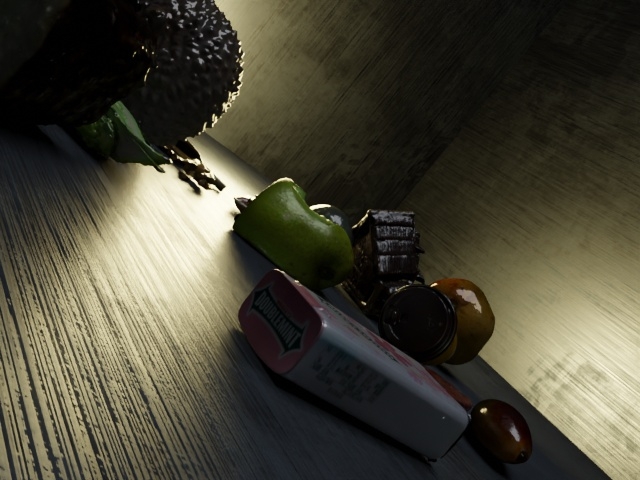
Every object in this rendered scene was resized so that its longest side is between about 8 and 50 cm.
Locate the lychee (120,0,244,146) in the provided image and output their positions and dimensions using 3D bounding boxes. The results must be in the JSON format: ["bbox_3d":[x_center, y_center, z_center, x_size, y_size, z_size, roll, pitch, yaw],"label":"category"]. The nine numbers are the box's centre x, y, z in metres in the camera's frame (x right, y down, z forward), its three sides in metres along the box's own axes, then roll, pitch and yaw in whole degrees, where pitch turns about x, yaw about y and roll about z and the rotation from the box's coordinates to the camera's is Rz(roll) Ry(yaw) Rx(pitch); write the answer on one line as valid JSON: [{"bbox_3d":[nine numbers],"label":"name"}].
[{"bbox_3d":[-0.369,-0.392,1.718,0.380,0.380,0.432,39,-18,4],"label":"lychee"}]

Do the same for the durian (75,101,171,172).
[{"bbox_3d":[-0.414,-0.226,1.462,0.375,0.106,0.132,43,5,31],"label":"durian"}]

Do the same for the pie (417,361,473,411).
[{"bbox_3d":[0.249,0.320,1.657,0.182,0.049,0.182,31,4,-3],"label":"pie"}]

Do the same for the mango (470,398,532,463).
[{"bbox_3d":[0.379,0.400,1.623,0.133,0.111,0.267,27,0,2],"label":"mango"}]

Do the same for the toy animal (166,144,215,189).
[{"bbox_3d":[-0.350,-0.202,2.021,0.149,0.054,0.275,31,10,-26],"label":"toy animal"}]

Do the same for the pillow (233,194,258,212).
[{"bbox_3d":[-0.159,-0.072,2.114,0.179,0.075,0.171,38,6,-3],"label":"pillow"}]

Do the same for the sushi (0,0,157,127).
[{"bbox_3d":[-0.448,-0.333,1.176,0.281,0.300,0.294,68,12,6],"label":"sushi"}]

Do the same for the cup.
[{"bbox_3d":[0.264,0.231,1.929,0.196,0.196,0.279,42,-3,27],"label":"cup"}]

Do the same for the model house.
[{"bbox_3d":[0.225,0.051,2.244,0.317,0.282,0.297,6,17,-35],"label":"model house"}]

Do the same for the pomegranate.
[{"bbox_3d":[0.402,0.249,2.297,0.264,0.264,0.264,39,5,-4],"label":"pomegranate"}]

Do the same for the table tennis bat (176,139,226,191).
[{"bbox_3d":[-0.373,-0.244,2.169,0.274,0.021,0.154,45,-20,-11],"label":"table tennis bat"}]

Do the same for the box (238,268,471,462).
[{"bbox_3d":[0.058,0.197,1.147,0.370,0.112,0.190,38,5,-34],"label":"box"}]

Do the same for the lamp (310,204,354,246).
[{"bbox_3d":[0.009,0.014,2.245,0.182,0.182,0.314,41,-16,17],"label":"lamp"}]

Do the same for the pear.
[{"bbox_3d":[-0.039,-0.007,1.876,0.282,0.176,0.286,42,7,12],"label":"pear"}]
